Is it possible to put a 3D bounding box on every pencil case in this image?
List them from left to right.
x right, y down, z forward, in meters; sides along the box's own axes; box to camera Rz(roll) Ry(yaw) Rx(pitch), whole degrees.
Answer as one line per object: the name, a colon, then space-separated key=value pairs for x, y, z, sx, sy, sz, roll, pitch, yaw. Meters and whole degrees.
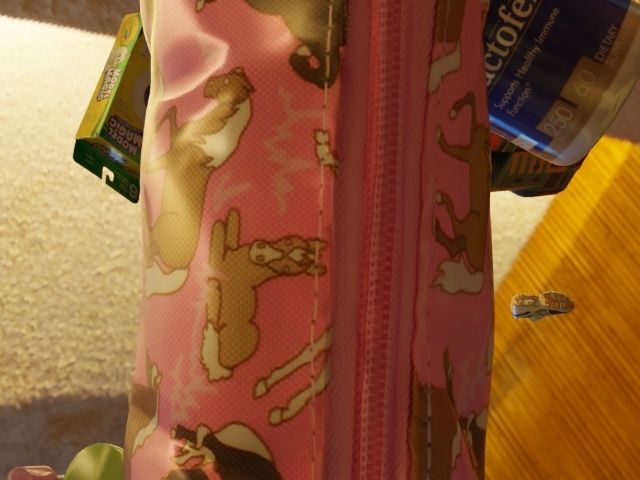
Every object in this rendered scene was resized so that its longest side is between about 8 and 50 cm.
pencil case: x=0.000 y=0.000 z=0.411 sx=0.160 sy=0.386 sz=0.167 roll=1 pitch=-3 yaw=29

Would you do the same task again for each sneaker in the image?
sneaker: x=0.296 y=0.090 z=1.488 sx=0.083 sy=0.032 sz=0.037 roll=3 pitch=-49 yaw=9

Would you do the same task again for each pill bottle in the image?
pill bottle: x=0.121 y=-0.182 z=0.898 sx=0.153 sy=0.265 sz=0.153 roll=-63 pitch=1 yaw=3

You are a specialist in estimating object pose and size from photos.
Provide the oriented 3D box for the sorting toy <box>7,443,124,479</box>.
sorting toy: x=-0.167 y=0.273 z=1.147 sx=0.366 sy=0.127 sz=0.126 roll=-5 pitch=-10 yaw=39

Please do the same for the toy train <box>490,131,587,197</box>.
toy train: x=0.257 y=-0.144 z=1.422 sx=0.334 sy=0.142 sz=0.190 roll=-9 pitch=-49 yaw=-55

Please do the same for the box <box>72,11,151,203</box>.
box: x=-0.187 y=-0.136 z=1.164 sx=0.105 sy=0.043 sz=0.179 roll=39 pitch=-118 yaw=-44
